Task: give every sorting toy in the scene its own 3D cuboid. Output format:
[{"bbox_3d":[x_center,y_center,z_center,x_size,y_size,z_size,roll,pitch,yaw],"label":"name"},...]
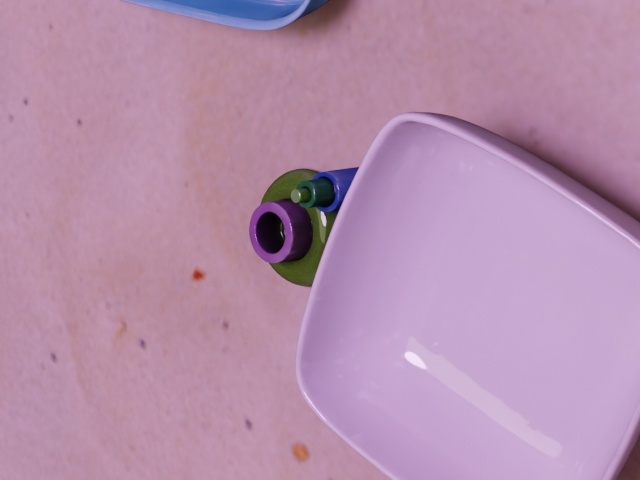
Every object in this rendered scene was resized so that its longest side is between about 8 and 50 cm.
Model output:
[{"bbox_3d":[0.000,0.000,0.814,0.102,0.042,0.061,25,112,39],"label":"sorting toy"}]

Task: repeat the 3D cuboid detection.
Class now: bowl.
[{"bbox_3d":[0.068,0.032,0.737,0.142,0.053,0.142,33,118,25],"label":"bowl"}]

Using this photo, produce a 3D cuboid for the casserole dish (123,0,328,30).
[{"bbox_3d":[-0.046,-0.154,0.841,0.188,0.037,0.114,18,108,42],"label":"casserole dish"}]
